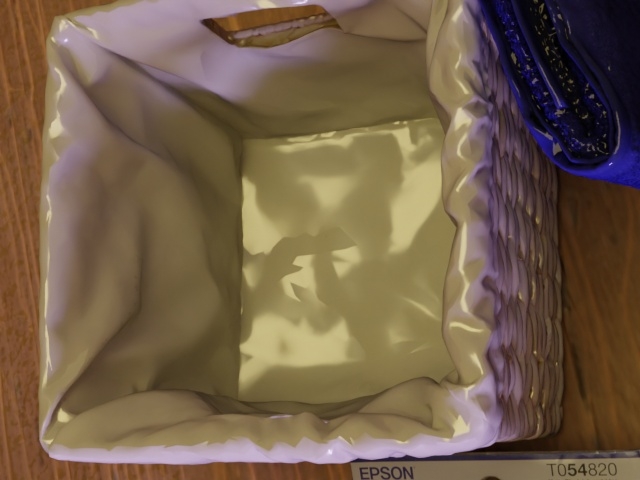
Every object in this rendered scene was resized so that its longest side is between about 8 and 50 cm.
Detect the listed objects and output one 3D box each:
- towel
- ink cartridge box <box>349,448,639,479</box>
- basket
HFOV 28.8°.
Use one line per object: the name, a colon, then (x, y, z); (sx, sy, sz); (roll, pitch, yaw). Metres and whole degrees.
towel: (0.216, -0.125, 0.817); (0.076, 0.308, 0.227); (-29, 67, 39)
ink cartridge box: (0.138, 0.257, 0.892); (0.223, 0.045, 0.223); (-5, 92, 25)
basket: (0.000, 0.000, 0.910); (0.328, 0.266, 0.331); (-6, 76, 25)
